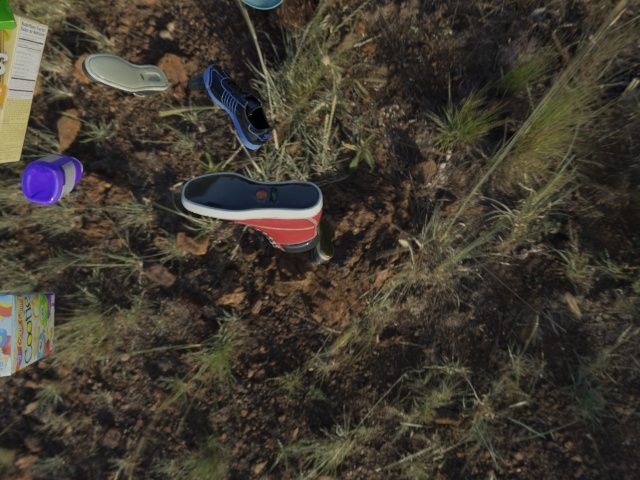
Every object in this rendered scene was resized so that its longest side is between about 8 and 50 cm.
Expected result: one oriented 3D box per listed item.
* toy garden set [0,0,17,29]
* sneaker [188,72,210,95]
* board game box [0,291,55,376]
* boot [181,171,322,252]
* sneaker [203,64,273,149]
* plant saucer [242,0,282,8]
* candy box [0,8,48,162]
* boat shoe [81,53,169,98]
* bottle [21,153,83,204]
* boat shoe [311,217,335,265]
[{"bbox_3d":[-0.636,-0.400,0.663,0.245,0.049,0.203,-19,85,-23],"label":"toy garden set"},{"bbox_3d":[-0.387,-0.530,1.472,0.170,0.051,0.088,-16,72,28],"label":"sneaker"},{"bbox_3d":[-0.638,0.176,0.841,0.145,0.275,0.141,-1,84,-19],"label":"board game box"},{"bbox_3d":[-0.122,-0.036,0.790,0.245,0.176,0.088,6,59,0],"label":"boot"},{"bbox_3d":[-0.195,-0.341,1.050,0.090,0.081,0.232,-27,98,50],"label":"sneaker"},{"bbox_3d":[-0.107,-0.454,0.723,0.120,0.119,0.021,13,59,12],"label":"plant saucer"},{"bbox_3d":[-0.724,-0.347,0.915,0.183,0.087,0.316,24,107,-2],"label":"candy box"},{"bbox_3d":[-0.463,-0.378,1.011,0.079,0.233,0.083,-17,95,22],"label":"boat shoe"},{"bbox_3d":[-0.758,-0.188,1.234,0.092,0.283,0.118,11,106,-18],"label":"bottle"},{"bbox_3d":[0.000,0.000,0.996,0.056,0.152,0.049,42,116,-18],"label":"boat shoe"}]
